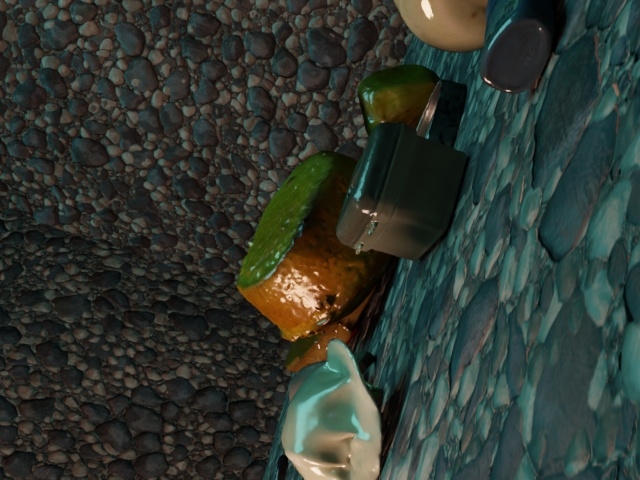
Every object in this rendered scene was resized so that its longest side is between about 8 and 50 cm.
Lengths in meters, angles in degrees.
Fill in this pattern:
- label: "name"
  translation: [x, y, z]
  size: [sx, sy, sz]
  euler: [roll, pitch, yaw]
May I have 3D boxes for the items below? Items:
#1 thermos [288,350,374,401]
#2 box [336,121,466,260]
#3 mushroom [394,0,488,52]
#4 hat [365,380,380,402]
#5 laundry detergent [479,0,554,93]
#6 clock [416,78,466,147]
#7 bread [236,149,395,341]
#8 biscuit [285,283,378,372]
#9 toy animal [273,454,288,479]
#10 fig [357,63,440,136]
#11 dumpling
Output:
- label: "thermos"
  translation: [0.027, 0.227, 1.440]
  size: [0.137, 0.105, 0.193]
  euler: [-40, -4, -16]
- label: "box"
  translation: [0.104, -0.058, 1.221]
  size: [0.210, 0.129, 0.148]
  euler: [117, 171, -75]
- label: "mushroom"
  translation: [0.182, -0.364, 1.140]
  size: [0.246, 0.202, 0.246]
  euler: [19, -113, -52]
- label: "hat"
  translation: [0.039, 0.221, 1.239]
  size: [0.076, 0.077, 0.059]
  euler: [4, 88, 44]
- label: "laundry detergent"
  translation: [0.208, -0.239, 0.952]
  size: [0.206, 0.061, 0.096]
  euler: [-73, 0, -50]
- label: "clock"
  translation: [0.174, -0.151, 1.439]
  size: [0.215, 0.042, 0.214]
  euler: [-162, 90, -89]
- label: "bread"
  translation: [0.001, -0.002, 1.657]
  size: [0.337, 0.204, 0.358]
  euler: [-18, 40, 54]
- label: "biscuit"
  translation: [0.052, 0.090, 1.904]
  size: [0.368, 0.076, 0.394]
  euler: [-56, 13, 39]
- label: "toy animal"
  translation: [-0.044, 0.439, 1.413]
  size: [0.195, 0.090, 0.324]
  euler: [-66, 9, -16]
- label: "fig"
  translation: [0.149, -0.253, 1.653]
  size: [0.166, 0.154, 0.144]
  euler: [-39, 1, 35]
- label: "dumpling"
  translation: [0.022, 0.246, 1.117]
  size: [0.215, 0.126, 0.166]
  euler: [-54, 33, 9]
